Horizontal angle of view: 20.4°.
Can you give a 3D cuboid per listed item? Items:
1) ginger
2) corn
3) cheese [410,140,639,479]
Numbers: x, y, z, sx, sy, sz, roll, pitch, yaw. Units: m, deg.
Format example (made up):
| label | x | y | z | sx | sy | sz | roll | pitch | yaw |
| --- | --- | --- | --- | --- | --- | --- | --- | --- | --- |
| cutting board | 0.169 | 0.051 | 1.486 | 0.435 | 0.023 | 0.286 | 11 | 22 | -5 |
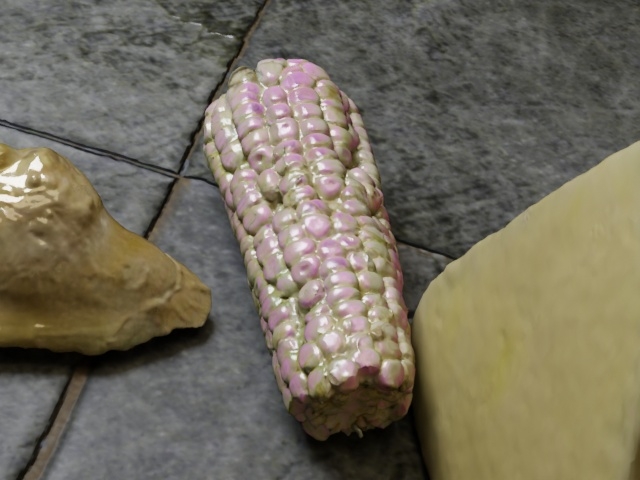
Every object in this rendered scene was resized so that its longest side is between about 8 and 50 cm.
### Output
| label | x | y | z | sx | sy | sz | roll | pitch | yaw |
| --- | --- | --- | --- | --- | --- | --- | --- | --- | --- |
| ginger | -0.164 | 0.000 | 1.228 | 0.193 | 0.122 | 0.115 | 4 | 20 | -22 |
| corn | -0.002 | -0.001 | 1.274 | 0.127 | 0.126 | 0.335 | 0 | 42 | -19 |
| cheese | 0.177 | 0.089 | 1.043 | 0.104 | 0.384 | 0.384 | 6 | 39 | -19 |
